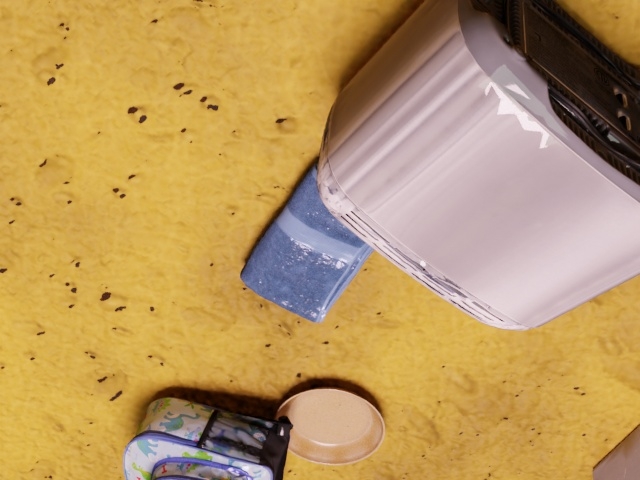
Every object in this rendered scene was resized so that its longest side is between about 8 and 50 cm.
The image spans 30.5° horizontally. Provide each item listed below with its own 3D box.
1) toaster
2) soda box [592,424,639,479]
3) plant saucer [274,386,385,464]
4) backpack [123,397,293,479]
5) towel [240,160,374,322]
[{"bbox_3d":[0.099,-0.051,0.653,0.227,0.129,0.146,34,126,-22],"label":"toaster"},{"bbox_3d":[0.307,0.129,0.795,0.091,0.098,0.286,26,126,-12],"label":"soda box"},{"bbox_3d":[0.007,0.136,0.882,0.083,0.015,0.083,3,129,4],"label":"plant saucer"},{"bbox_3d":[-0.089,0.173,0.870,0.114,0.084,0.105,17,132,9],"label":"backpack"},{"bbox_3d":[0.000,0.000,0.765,0.067,0.029,0.119,26,126,-14],"label":"towel"}]
